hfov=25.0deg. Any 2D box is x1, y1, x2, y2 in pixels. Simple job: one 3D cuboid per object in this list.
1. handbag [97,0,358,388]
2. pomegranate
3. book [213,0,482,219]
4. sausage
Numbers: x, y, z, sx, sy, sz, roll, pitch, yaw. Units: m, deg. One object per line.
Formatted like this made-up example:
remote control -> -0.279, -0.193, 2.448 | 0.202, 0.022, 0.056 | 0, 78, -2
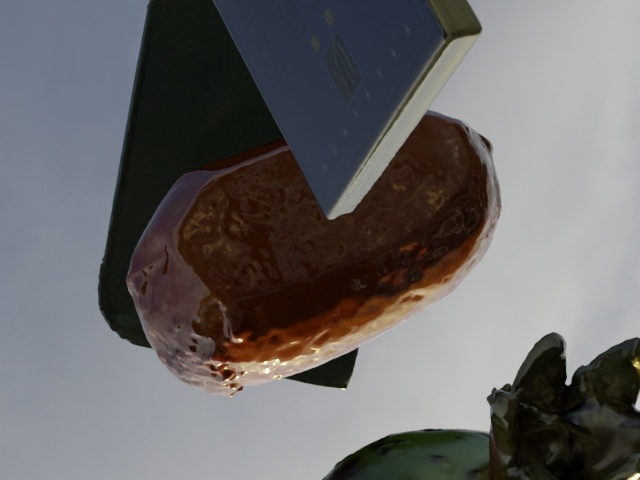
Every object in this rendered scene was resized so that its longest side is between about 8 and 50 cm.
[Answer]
handbag -> -0.046, -0.058, 1.184 | 0.089, 0.238, 0.326 | -60, -17, -78
pomegranate -> 0.094, 0.200, 0.766 | 0.231, 0.286, 0.231 | 10, -120, -18
book -> -0.021, -0.165, 0.743 | 0.025, 0.191, 0.269 | -20, -107, -25
sausage -> 0.000, 0.000, 0.985 | 0.268, 0.141, 0.153 | -25, -106, -11
